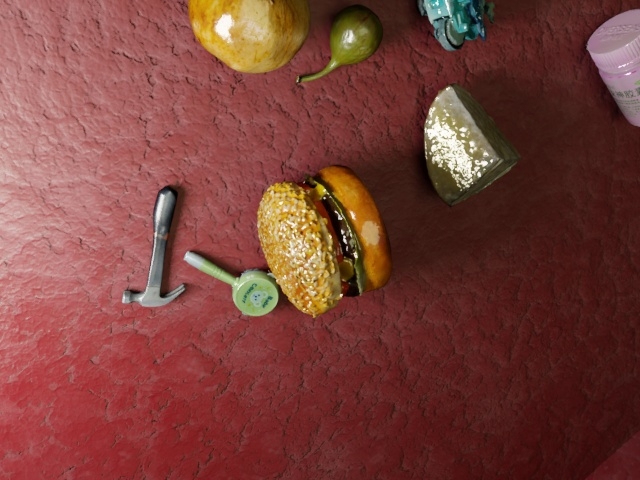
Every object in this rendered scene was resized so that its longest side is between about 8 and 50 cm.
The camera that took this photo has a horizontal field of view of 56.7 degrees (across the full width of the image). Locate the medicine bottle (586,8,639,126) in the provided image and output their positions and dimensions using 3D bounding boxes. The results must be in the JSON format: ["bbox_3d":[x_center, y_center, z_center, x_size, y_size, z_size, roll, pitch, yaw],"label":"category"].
[{"bbox_3d":[0.886,-0.474,1.650,0.178,0.178,0.290,-48,119,-1],"label":"medicine bottle"}]

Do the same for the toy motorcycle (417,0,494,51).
[{"bbox_3d":[0.316,-0.589,1.404,0.206,0.154,0.260,-37,116,-33],"label":"toy motorcycle"}]

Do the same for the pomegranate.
[{"bbox_3d":[-0.141,-0.464,1.206,0.248,0.248,0.248,-7,110,-20],"label":"pomegranate"}]

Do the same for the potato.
[{"bbox_3d":[0.366,-0.251,1.564,0.189,0.211,0.264,-36,84,33],"label":"potato"}]

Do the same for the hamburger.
[{"bbox_3d":[0.000,0.000,1.372,0.250,0.330,0.330,-24,115,-12],"label":"hamburger"}]

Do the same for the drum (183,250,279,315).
[{"bbox_3d":[-0.224,0.114,1.464,0.253,0.049,0.130,16,110,-16],"label":"drum"}]

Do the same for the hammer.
[{"bbox_3d":[-0.369,0.017,1.378,0.137,0.037,0.290,8,105,-24],"label":"hammer"}]

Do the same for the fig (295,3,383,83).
[{"bbox_3d":[0.041,-0.432,1.363,0.236,0.124,0.124,-43,119,13],"label":"fig"}]
